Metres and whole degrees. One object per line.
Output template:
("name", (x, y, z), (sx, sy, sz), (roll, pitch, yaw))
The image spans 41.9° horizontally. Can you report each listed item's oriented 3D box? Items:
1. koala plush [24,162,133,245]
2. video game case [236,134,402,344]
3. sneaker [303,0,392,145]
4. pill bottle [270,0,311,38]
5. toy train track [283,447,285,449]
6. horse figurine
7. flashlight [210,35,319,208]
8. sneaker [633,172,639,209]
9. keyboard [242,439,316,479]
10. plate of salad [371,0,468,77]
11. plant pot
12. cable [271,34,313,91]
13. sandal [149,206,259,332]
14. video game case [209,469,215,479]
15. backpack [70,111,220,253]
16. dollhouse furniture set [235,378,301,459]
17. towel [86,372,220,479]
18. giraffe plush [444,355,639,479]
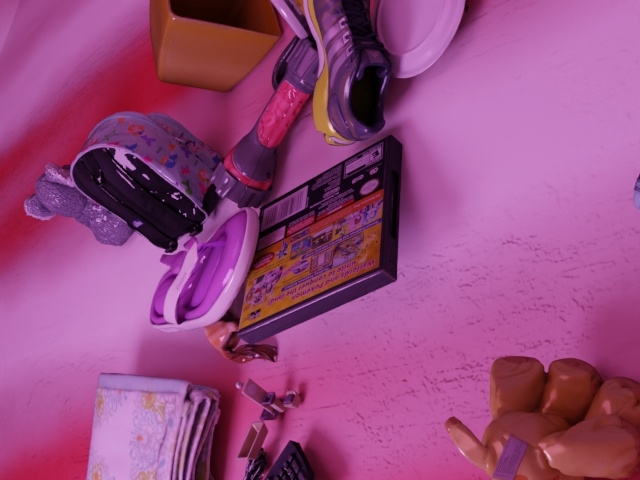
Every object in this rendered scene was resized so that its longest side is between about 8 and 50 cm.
("koala plush", (-0.522, -0.098, 1.836), (0.196, 0.221, 0.203), (-38, 52, 39))
("video game case", (0.000, 0.000, 1.208), (0.275, 0.035, 0.248), (-27, 41, 34))
("sneaker", (0.053, -0.284, 1.209), (0.121, 0.111, 0.300), (17, 116, 58))
("pill bottle", (0.016, -0.420, 1.292), (0.208, 0.119, 0.119), (-38, 46, 6))
("toy train track", (-0.061, 0.357, 1.273), (0.048, 0.014, 0.083), (7, 84, 52))
("horse figurine", (-0.150, 0.110, 1.426), (0.174, 0.066, 0.263), (-41, 46, 29))
("flashlight", (-0.072, -0.195, 1.399), (0.103, 0.103, 0.304), (44, 115, 20))
("sneaker", (0.392, 0.007, 0.762), (0.283, 0.110, 0.122), (-113, 33, -42))
("keyboard", (-0.116, 0.432, 1.241), (0.317, 0.033, 0.201), (-58, 24, 8))
("plate of salad", (0.144, -0.331, 1.205), (0.200, 0.048, 0.200), (-16, 70, 51))
("plant pot", (-0.223, -0.405, 1.585), (0.187, 0.212, 0.212), (-54, 41, 44))
("cable", (-0.001, -0.383, 1.428), (0.139, 0.072, 0.287), (21, 108, 36))
("sandal", (-0.223, 0.065, 1.387), (0.416, 0.102, 0.169), (-38, 43, 52))
("video game case", (-0.244, 0.471, 1.460), (0.204, 0.025, 0.285), (-62, 40, 18))
("backpack", (-0.330, -0.127, 1.580), (0.225, 0.253, 0.191), (-28, 38, 46))
("dollhouse furniture set", (-0.100, 0.268, 1.262), (0.091, 0.081, 0.114), (-19, 38, 48))
("towel", (-0.317, 0.401, 1.482), (0.374, 0.090, 0.321), (-6, 73, 51))
("giraffe plush", (0.229, 0.240, 0.843), (0.181, 0.210, 0.170), (17, 125, 41))
